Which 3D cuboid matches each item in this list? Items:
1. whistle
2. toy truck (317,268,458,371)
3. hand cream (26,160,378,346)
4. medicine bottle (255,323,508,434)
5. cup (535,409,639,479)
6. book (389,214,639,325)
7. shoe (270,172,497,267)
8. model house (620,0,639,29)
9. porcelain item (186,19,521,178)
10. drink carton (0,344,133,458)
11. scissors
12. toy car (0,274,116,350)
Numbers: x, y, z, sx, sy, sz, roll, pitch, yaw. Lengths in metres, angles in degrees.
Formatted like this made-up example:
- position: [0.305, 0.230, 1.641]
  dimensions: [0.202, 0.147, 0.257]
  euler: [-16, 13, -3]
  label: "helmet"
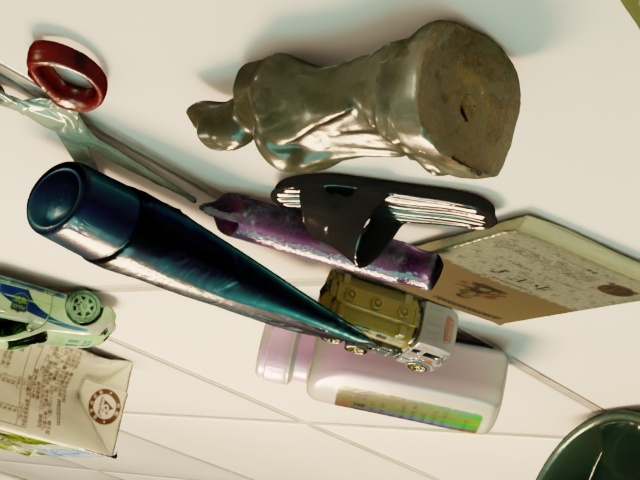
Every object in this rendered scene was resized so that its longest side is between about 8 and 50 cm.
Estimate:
- position: [0.000, 0.000, 0.989]
  dimensions: [0.176, 0.033, 0.033]
  euler: [16, 163, 7]
  label: "whistle"
- position: [0.053, 0.065, 1.143]
  dimensions: [0.123, 0.052, 0.063]
  euler: [19, 155, -14]
  label: "toy truck"
- position: [-0.087, 0.025, 1.035]
  dimensions: [0.270, 0.061, 0.120]
  euler: [31, 165, -34]
  label: "hand cream"
- position: [0.054, 0.116, 1.254]
  dimensions: [0.219, 0.078, 0.115]
  euler: [12, 165, 3]
  label: "medicine bottle"
- position: [0.432, 0.345, 1.348]
  dimensions: [0.392, 0.310, 0.401]
  euler: [14, 165, -22]
  label: "cup"
- position: [0.139, 0.026, 1.018]
  dimensions: [0.138, 0.016, 0.198]
  euler: [22, 161, -25]
  label: "book"
- position: [0.037, -0.009, 0.929]
  dimensions: [0.159, 0.053, 0.062]
  euler: [4, 164, 19]
  label: "shoe"
- position: [0.223, -0.078, 0.500]
  dimensions: [0.294, 0.154, 0.207]
  euler: [46, -173, -46]
  label: "model house"
- position: [-0.001, -0.070, 0.756]
  dimensions: [0.215, 0.069, 0.081]
  euler: [2, 165, 45]
  label: "porcelain item"
- position: [-0.406, 0.157, 1.621]
  dimensions: [0.324, 0.132, 0.194]
  euler: [25, 158, -39]
  label: "drink carton"
- position: [-0.167, -0.074, 0.931]
  dimensions: [0.144, 0.017, 0.248]
  euler: [6, 163, 22]
  label: "scissors"
- position: [-0.315, 0.071, 1.381]
  dimensions: [0.224, 0.076, 0.090]
  euler: [17, 161, -13]
  label: "toy car"
